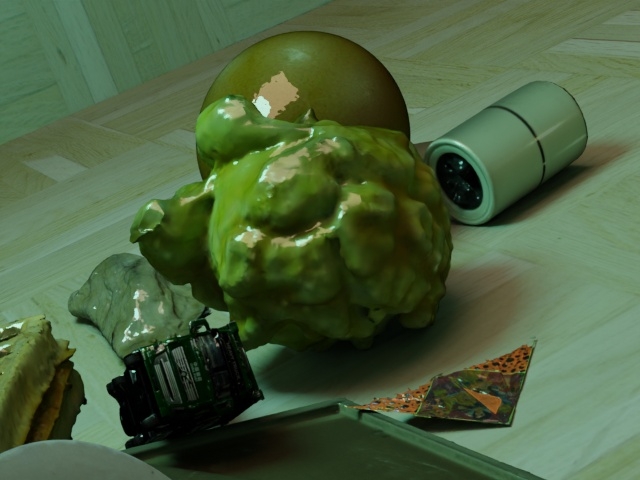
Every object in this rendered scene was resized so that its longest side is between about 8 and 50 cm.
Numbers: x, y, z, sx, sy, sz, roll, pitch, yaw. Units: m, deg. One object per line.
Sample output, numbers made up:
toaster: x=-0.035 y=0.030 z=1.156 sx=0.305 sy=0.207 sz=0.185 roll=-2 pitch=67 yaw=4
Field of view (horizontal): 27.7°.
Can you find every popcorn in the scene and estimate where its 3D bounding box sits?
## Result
popcorn: x=-0.006 y=-0.001 z=1.428 sx=0.279 sy=0.274 sz=0.335 roll=22 pitch=14 yaw=39

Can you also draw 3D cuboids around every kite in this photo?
kite: x=0.147 y=0.150 z=1.244 sx=0.222 sy=0.008 sz=0.125 roll=-17 pitch=23 yaw=-20

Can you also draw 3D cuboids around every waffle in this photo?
waffle: x=-0.342 y=0.191 z=1.097 sx=0.261 sy=0.114 sz=0.376 roll=-17 pitch=14 yaw=-1

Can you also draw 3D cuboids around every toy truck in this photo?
toy truck: x=-0.134 y=0.145 z=1.259 sx=0.121 sy=0.088 sz=0.259 roll=-17 pitch=-10 yaw=-18

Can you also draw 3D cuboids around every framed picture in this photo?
framed picture: x=0.002 y=0.217 z=1.042 sx=0.326 sy=0.028 sz=0.446 roll=-9 pitch=11 yaw=-30

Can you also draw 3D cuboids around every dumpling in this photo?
dumpling: x=-0.239 y=0.074 z=1.746 sx=0.166 sy=0.086 sz=0.332 roll=-29 pitch=25 yaw=-18

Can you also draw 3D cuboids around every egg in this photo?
egg: x=-0.024 y=-0.132 z=1.719 sx=0.283 sy=0.282 sz=0.351 roll=-13 pitch=23 yaw=20

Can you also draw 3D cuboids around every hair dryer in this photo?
hair dryer: x=0.180 y=-0.113 z=1.814 sx=0.203 sy=0.128 sz=0.362 roll=-33 pitch=15 yaw=-31

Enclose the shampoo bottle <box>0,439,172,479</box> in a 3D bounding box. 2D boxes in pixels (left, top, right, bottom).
shampoo bottle: x=-0.189 y=0.276 z=0.781 sx=0.266 sy=0.273 sz=0.273 roll=-42 pitch=5 yaw=33
